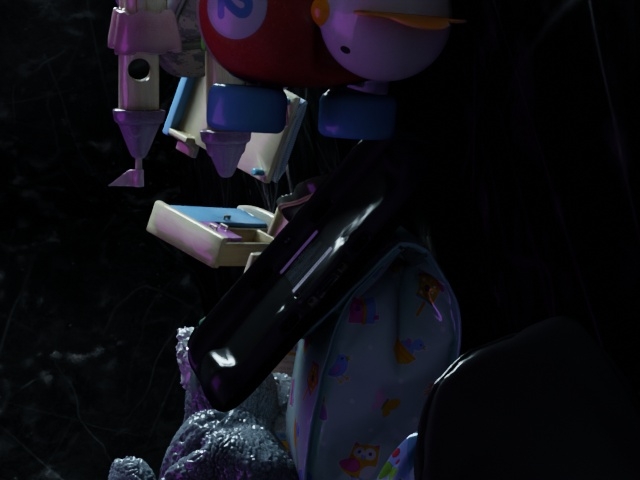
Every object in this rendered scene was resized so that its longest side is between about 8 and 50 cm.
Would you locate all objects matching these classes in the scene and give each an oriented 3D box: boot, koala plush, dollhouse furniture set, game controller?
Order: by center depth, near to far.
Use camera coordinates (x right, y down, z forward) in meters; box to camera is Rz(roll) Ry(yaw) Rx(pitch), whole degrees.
[{"bbox_3d":[-0.006,0.024,1.541,0.067,0.319,0.166,39,-176,-25],"label":"game controller"},{"bbox_3d":[-0.098,0.212,1.774,0.203,0.196,0.221,-38,33,42],"label":"koala plush"},{"bbox_3d":[0.000,0.000,2.063,0.198,0.077,0.137,130,126,-79],"label":"boot"},{"bbox_3d":[-0.057,-0.106,2.304,0.286,0.198,0.303,28,106,33],"label":"dollhouse furniture set"}]

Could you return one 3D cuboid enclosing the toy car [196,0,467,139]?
[{"bbox_3d":[0.022,-0.195,1.400,0.238,0.210,0.219,-164,77,-66],"label":"toy car"}]

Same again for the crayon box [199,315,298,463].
[{"bbox_3d":[-0.021,0.239,1.972,0.083,0.203,0.323,-31,61,38],"label":"crayon box"}]

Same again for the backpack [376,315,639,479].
[{"bbox_3d":[0.134,0.279,1.035,0.355,0.273,0.290,73,174,-51],"label":"backpack"}]

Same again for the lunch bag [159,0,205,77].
[{"bbox_3d":[-0.126,-0.382,2.029,0.256,0.213,0.305,101,158,-67],"label":"lunch bag"}]

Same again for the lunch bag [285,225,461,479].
[{"bbox_3d":[0.048,0.106,1.598,0.223,0.160,0.262,-123,40,-80],"label":"lunch bag"}]

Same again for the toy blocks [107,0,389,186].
[{"bbox_3d":[-0.085,-0.193,1.705,0.309,0.289,0.260,-146,54,-74],"label":"toy blocks"}]
